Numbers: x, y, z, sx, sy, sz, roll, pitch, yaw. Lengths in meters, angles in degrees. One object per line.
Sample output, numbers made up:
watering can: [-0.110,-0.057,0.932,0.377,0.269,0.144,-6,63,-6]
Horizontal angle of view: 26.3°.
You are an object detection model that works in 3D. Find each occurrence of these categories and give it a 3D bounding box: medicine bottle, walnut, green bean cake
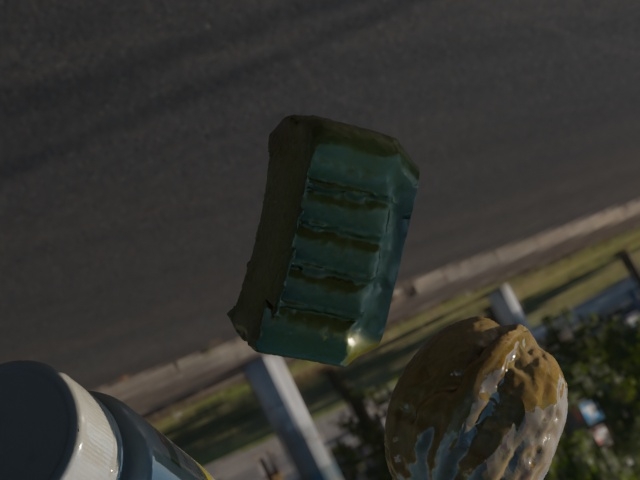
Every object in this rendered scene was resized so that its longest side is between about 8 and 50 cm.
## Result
medicine bottle: [-0.250,0.272,1.450,0.208,0.208,0.339,-27,144,6]
walnut: [0.170,0.196,1.504,0.245,0.198,0.198,-58,-179,-20]
green bean cake: [0.000,0.000,1.352,0.124,0.236,0.233,13,-179,-12]
